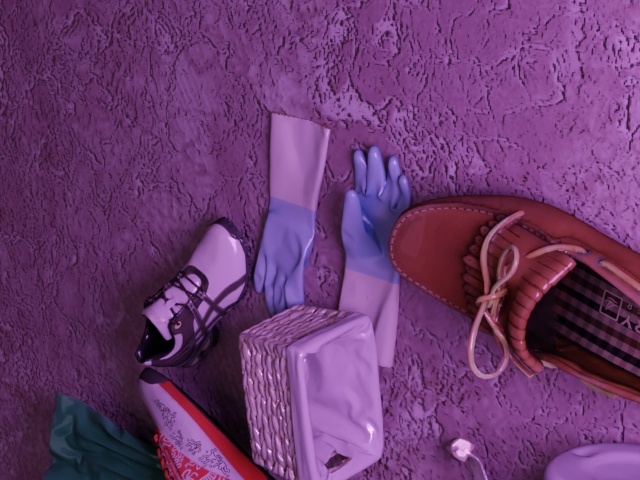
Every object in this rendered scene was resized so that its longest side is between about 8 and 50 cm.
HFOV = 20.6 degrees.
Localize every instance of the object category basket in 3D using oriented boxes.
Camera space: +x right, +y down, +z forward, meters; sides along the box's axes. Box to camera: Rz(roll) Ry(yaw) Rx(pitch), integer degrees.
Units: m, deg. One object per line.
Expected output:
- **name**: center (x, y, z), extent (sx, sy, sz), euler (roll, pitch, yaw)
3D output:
- **basket**: center (-0.012, 0.159, 1.827), extent (0.103, 0.113, 0.167), euler (12, 117, 42)

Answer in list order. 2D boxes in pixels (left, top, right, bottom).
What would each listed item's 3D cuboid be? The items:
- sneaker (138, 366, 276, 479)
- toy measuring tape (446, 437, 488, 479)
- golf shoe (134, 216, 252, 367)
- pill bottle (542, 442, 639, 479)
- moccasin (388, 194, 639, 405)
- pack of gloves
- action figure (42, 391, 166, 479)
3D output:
- **sneaker**: center (-0.148, 0.270, 1.956), extent (0.145, 0.090, 0.270), euler (-46, 67, -4)
- **toy measuring tape**: center (0.156, 0.364, 1.734), extent (0.121, 0.121, 0.330), euler (-26, 83, 41)
- **golf shoe**: center (-0.142, 0.065, 1.944), extent (0.077, 0.094, 0.198), euler (39, 121, 29)
- **pill bottle**: center (0.274, 0.341, 1.603), extent (0.160, 0.160, 0.283), euler (13, 108, 38)
- **moccasin**: center (0.212, 0.062, 1.602), extent (0.380, 0.147, 0.139), euler (31, 118, 32)
- **pack of gloves**: center (0.000, 0.000, 1.839), extent (0.195, 0.046, 0.232), euler (19, 111, 36)
- **action figure**: center (-0.218, 0.265, 2.072), extent (0.232, 0.063, 0.137), euler (11, 105, 31)
